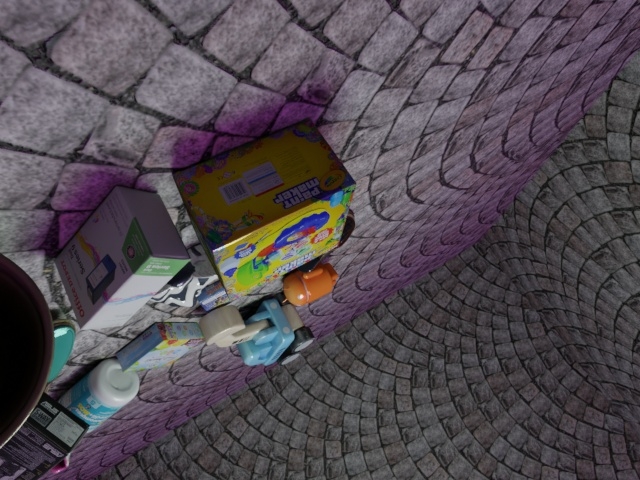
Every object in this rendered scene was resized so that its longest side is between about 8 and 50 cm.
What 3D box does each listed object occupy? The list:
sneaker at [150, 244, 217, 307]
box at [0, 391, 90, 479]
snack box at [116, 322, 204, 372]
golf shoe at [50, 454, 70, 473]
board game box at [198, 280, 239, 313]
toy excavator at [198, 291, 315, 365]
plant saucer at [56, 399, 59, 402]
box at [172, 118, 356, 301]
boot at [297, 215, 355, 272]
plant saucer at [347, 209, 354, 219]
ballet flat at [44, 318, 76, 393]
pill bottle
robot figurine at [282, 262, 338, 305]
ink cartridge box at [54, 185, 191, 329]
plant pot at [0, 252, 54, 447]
[{"bbox_3d":[-0.310,0.095,1.030,0.234,0.094,0.153,-28,162,-17],"label":"sneaker"},{"bbox_3d":[-0.664,0.362,0.822,0.242,0.307,0.076,-39,-166,16],"label":"box"},{"bbox_3d":[-0.500,0.335,1.322,0.174,0.070,0.207,-37,158,9],"label":"snack box"},{"bbox_3d":[-0.847,0.592,1.217,0.115,0.140,0.306,-34,141,-1],"label":"golf shoe"},{"bbox_3d":[-0.273,0.148,1.285,0.201,0.035,0.136,-28,159,-14],"label":"board game box"},{"bbox_3d":[-0.245,0.343,1.518,0.445,0.222,0.433,-14,151,-37],"label":"toy excavator"},{"bbox_3d":[-0.885,0.612,1.415,0.310,0.050,0.311,-28,159,-12],"label":"plant saucer"},{"bbox_3d":[-0.110,-0.052,0.872,0.289,0.177,0.279,-27,160,-16],"label":"box"},{"bbox_3d":[0.016,0.004,1.257,0.219,0.082,0.106,-41,180,8],"label":"boot"},{"bbox_3d":[0.000,0.000,1.350,0.277,0.041,0.278,-28,158,-12],"label":"plant saucer"},{"bbox_3d":[-0.657,0.302,0.925,0.123,0.123,0.349,8,111,-61],"label":"ballet flat"},{"bbox_3d":[-0.692,0.487,1.270,0.264,0.146,0.146,-39,159,15],"label":"pill bottle"},{"bbox_3d":[-0.043,0.160,1.521,0.219,0.128,0.158,-22,-171,-27],"label":"robot figurine"},{"bbox_3d":[-0.353,0.034,0.734,0.212,0.154,0.093,-41,158,21],"label":"ink cartridge box"},{"bbox_3d":[-0.569,0.179,0.596,0.323,0.323,0.280,-18,172,-36],"label":"plant pot"}]
